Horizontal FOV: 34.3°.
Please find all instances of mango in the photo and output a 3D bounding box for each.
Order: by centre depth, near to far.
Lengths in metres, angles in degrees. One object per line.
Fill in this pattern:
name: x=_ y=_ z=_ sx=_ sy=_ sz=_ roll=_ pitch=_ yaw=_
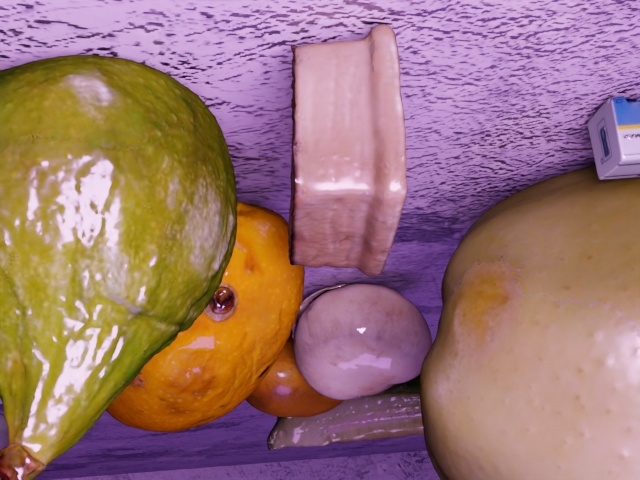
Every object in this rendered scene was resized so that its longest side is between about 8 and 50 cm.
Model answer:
mango: x=-0.107 y=0.065 z=0.829 sx=0.144 sy=0.187 sz=0.359 roll=33 pitch=157 yaw=-6
mango: x=-0.032 y=0.162 z=1.269 sx=0.147 sy=0.109 sz=0.227 roll=6 pitch=174 yaw=4

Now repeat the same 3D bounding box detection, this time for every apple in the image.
apple: x=0.251 y=0.098 z=0.811 sx=0.357 sy=0.357 sz=0.357 roll=-6 pitch=163 yaw=-2

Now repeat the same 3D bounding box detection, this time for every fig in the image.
fig: x=-0.138 y=0.023 z=0.581 sx=0.203 sy=0.235 sz=0.203 roll=-7 pitch=159 yaw=-3

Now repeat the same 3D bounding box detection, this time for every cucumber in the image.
cucumber: x=0.064 y=0.280 z=1.744 sx=0.326 sy=0.105 sz=0.145 roll=-13 pitch=-171 yaw=18

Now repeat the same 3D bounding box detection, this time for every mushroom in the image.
mushroom: x=0.045 y=0.106 z=1.136 sx=0.154 sy=0.122 sz=0.154 roll=0 pitch=130 yaw=1

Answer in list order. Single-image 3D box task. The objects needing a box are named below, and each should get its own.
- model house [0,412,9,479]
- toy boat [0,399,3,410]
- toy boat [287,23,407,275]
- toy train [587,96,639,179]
model house: x=-0.482 y=0.233 z=1.097 sx=0.243 sy=0.298 sz=0.284 roll=-52 pitch=167 yaw=14
toy boat: x=-0.336 y=0.144 z=1.168 sx=0.127 sy=0.078 sz=0.283 roll=-2 pitch=163 yaw=-19
toy boat: x=0.010 y=-0.041 z=0.632 sx=0.061 sy=0.116 sz=0.188 roll=-1 pitch=160 yaw=-3
toy train: x=0.309 y=-0.080 z=0.725 sx=0.234 sy=0.051 sz=0.052 roll=-4 pitch=167 yaw=-7
